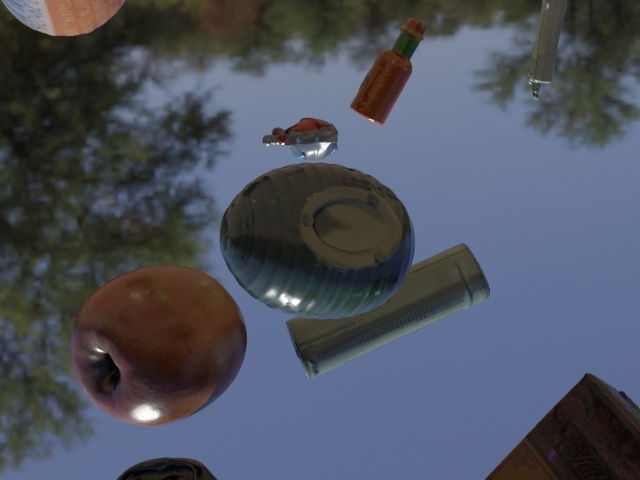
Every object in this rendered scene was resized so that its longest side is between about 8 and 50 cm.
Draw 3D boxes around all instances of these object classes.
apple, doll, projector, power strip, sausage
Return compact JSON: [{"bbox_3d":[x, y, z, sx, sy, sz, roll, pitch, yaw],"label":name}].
[{"bbox_3d":[-0.231,0.150,2.056,0.253,0.253,0.253,-3,-167,1],"label":"apple"},{"bbox_3d":[-0.010,-0.088,1.225,0.057,0.039,0.114,14,-175,-22],"label":"doll"},{"bbox_3d":[0.111,0.118,2.358,0.337,0.108,0.108,-24,-165,-5],"label":"projector"},{"bbox_3d":[0.323,-0.294,2.000,0.030,0.191,0.047,8,-166,-4],"label":"power strip"},{"bbox_3d":[-0.406,-0.464,2.151,0.233,0.233,0.287,-4,168,-4],"label":"sausage"}]

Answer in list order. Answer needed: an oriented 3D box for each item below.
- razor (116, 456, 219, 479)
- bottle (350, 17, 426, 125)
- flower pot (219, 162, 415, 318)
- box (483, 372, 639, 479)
[{"bbox_3d":[-0.164,0.466,2.196,0.204,0.349,0.113,-12,-134,36],"label":"razor"},{"bbox_3d":[0.123,-0.291,2.412,0.069,0.187,0.069,30,-173,-4],"label":"bottle"},{"bbox_3d":[0.000,0.000,1.709,0.243,0.189,0.157,4,165,-28],"label":"flower pot"},{"bbox_3d":[0.312,0.409,1.860,0.116,0.415,0.264,30,-165,-42],"label":"box"}]
